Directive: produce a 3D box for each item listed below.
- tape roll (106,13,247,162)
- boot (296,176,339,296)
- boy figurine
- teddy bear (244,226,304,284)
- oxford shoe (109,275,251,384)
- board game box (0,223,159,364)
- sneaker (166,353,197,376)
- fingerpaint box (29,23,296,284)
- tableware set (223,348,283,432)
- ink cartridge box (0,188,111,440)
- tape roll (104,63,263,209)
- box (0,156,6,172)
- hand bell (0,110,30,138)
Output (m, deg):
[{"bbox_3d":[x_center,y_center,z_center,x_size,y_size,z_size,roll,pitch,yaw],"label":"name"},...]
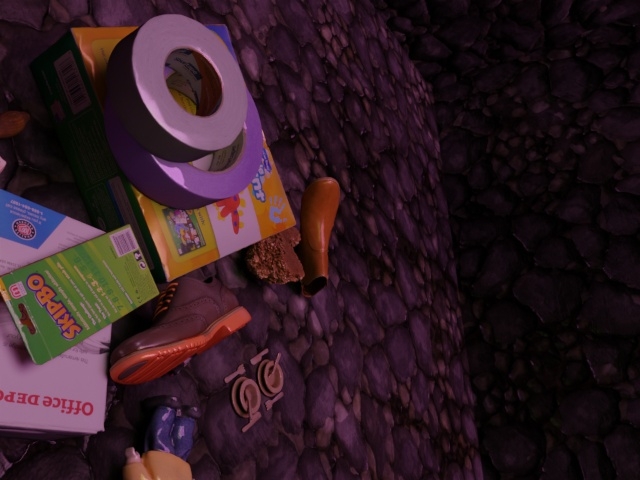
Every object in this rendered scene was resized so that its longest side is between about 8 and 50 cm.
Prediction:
[{"bbox_3d":[-0.218,-0.236,0.968,0.219,0.072,0.219,17,67,-45],"label":"tape roll"},{"bbox_3d":[-0.001,0.000,1.602,0.295,0.104,0.211,110,-22,-50],"label":"boot"},{"bbox_3d":[-0.268,0.415,1.041,0.177,0.092,0.285,43,41,-45],"label":"boy figurine"},{"bbox_3d":[-0.148,-0.043,1.520,0.337,0.113,0.245,68,21,5],"label":"teddy bear"},{"bbox_3d":[-0.253,0.143,1.058,0.132,0.130,0.364,57,16,5],"label":"oxford shoe"},{"bbox_3d":[-0.338,0.069,0.877,0.124,0.039,0.259,69,23,-9],"label":"board game box"},{"bbox_3d":[-0.277,0.218,1.175,0.178,0.072,0.077,3,90,-58],"label":"sneaker"},{"bbox_3d":[-0.283,-0.173,1.199,0.371,0.163,0.444,-28,100,-50],"label":"fingerpaint box"},{"bbox_3d":[-0.133,0.329,1.392,0.194,0.039,0.128,-27,99,-62],"label":"tableware set"},{"bbox_3d":[-0.422,0.115,0.874,0.223,0.129,0.307,33,47,-54],"label":"ink cartridge box"},{"bbox_3d":[-0.228,-0.196,1.070,0.275,0.090,0.274,18,65,-46],"label":"tape roll"},{"bbox_3d":[-0.544,-0.111,0.684,0.300,0.154,0.142,43,45,-27],"label":"box"},{"bbox_3d":[-0.506,-0.156,0.923,0.126,0.126,0.242,62,18,-21],"label":"hand bell"}]
